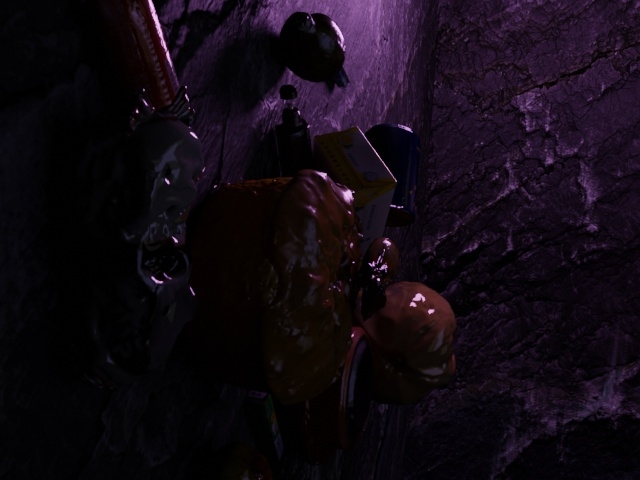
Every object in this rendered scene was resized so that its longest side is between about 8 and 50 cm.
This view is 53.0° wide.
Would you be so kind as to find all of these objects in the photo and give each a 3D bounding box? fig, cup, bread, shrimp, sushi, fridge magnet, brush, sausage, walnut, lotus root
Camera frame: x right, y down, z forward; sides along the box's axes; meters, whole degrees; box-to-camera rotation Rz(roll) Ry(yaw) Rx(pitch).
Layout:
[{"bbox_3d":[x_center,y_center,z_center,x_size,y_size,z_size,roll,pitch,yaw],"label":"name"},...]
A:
[{"bbox_3d":[-0.135,0.402,1.030,0.136,0.121,0.152,7,89,-68],"label":"fig"},{"bbox_3d":[0.166,-0.179,1.846,0.179,0.255,0.256,20,70,-34],"label":"cup"},{"bbox_3d":[-0.053,0.073,1.044,0.398,0.216,0.397,5,90,-74],"label":"bread"},{"bbox_3d":[0.090,0.076,1.095,0.287,0.063,0.152,-38,145,-79],"label":"shrimp"},{"bbox_3d":[-0.198,0.002,0.686,0.124,0.130,0.331,-30,124,-69],"label":"sushi"},{"bbox_3d":[0.027,0.330,1.471,0.364,0.155,0.363,4,90,-73],"label":"fridge magnet"},{"bbox_3d":[0.031,-0.402,1.471,0.030,0.033,0.178,-66,159,-9],"label":"brush"},{"bbox_3d":[-0.199,-0.184,0.724,0.074,0.074,0.274,-67,156,-45],"label":"sausage"},{"bbox_3d":[0.223,0.289,1.847,0.384,0.384,0.383,6,90,-73],"label":"walnut"},{"bbox_3d":[-0.015,-0.356,1.184,0.209,0.120,0.120,26,70,-74],"label":"lotus root"}]

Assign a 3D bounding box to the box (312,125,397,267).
[{"bbox_3d":[0.051,-0.074,1.287,0.168,0.097,0.265,59,-23,32],"label":"box"}]

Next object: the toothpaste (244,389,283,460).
[{"bbox_3d":[-0.108,0.358,1.238,0.037,0.043,0.178,-70,158,-47],"label":"toothpaste"}]

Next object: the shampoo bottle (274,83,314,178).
[{"bbox_3d":[-0.048,-0.175,1.222,0.067,0.068,0.236,-21,127,-22],"label":"shampoo bottle"}]
